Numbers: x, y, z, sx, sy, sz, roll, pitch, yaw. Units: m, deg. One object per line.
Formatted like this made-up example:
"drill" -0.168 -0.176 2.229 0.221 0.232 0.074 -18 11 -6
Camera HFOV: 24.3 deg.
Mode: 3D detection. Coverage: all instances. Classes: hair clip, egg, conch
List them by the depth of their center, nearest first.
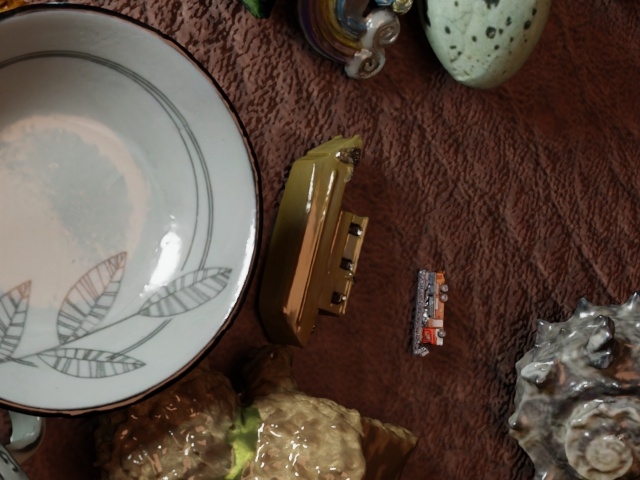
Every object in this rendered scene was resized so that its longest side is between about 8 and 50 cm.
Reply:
"hair clip" 0.033 -0.226 1.324 0.116 0.049 0.172 12 112 -28
"egg" 0.152 -0.221 1.378 0.131 0.131 0.164 -11 104 -30
"conch" 0.310 0.180 1.472 0.240 0.186 0.313 -43 134 7

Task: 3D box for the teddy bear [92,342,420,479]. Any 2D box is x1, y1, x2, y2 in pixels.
"teddy bear" -0.058 0.207 1.276 0.296 0.222 0.246 56 49 -69

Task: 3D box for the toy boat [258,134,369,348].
"toy boat" 0.000 0.000 1.341 0.077 0.057 0.201 18 82 -35

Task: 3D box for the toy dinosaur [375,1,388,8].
"toy dinosaur" 0.034 -0.282 1.356 0.080 0.045 0.197 -21 111 -32

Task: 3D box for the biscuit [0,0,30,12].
"biscuit" -0.277 -0.111 1.188 0.187 0.027 0.188 -2 94 -30

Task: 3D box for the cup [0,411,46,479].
"cup" -0.316 0.151 1.112 0.234 0.186 0.258 59 35 -10

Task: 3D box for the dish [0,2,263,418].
"dish" -0.204 -0.021 1.154 0.316 0.106 0.317 2 84 -26

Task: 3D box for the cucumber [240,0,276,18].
"cucumber" -0.050 -0.282 1.286 0.086 0.115 0.193 65 46 -66

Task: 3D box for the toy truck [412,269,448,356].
"toy truck" 0.105 0.070 1.424 0.032 0.024 0.083 3 89 -8
